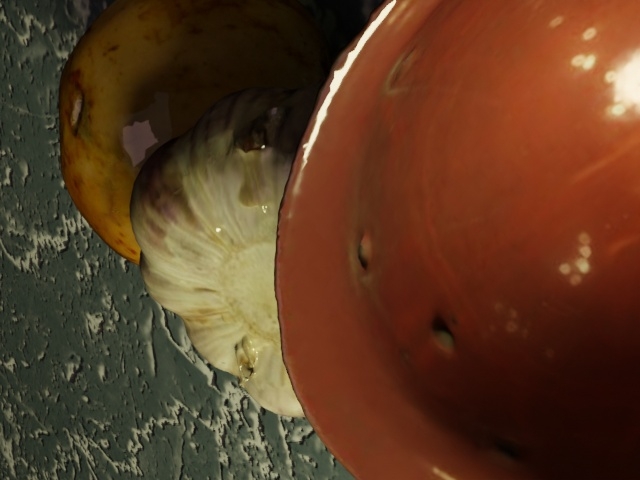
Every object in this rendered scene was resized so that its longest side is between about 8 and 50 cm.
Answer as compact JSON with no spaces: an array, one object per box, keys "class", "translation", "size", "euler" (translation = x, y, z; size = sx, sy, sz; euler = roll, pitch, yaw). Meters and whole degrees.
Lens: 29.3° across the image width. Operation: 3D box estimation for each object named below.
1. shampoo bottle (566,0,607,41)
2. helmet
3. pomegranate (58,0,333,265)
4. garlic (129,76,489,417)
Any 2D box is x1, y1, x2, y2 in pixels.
[{"class":"shampoo bottle","translation":[0.126,-0.109,0.805],"size":[0.092,0.092,0.303],"euler":[45,138,23]},{"class":"helmet","translation":[0.180,-0.028,0.653],"size":[0.385,0.230,0.337],"euler":[-40,93,22]},{"class":"pomegranate","translation":[-0.089,-0.089,0.961],"size":[0.248,0.248,0.248],"euler":[24,126,39]},{"class":"garlic","translation":[0.000,0.000,0.817],"size":[0.245,0.160,0.245],"euler":[10,121,17]}]
